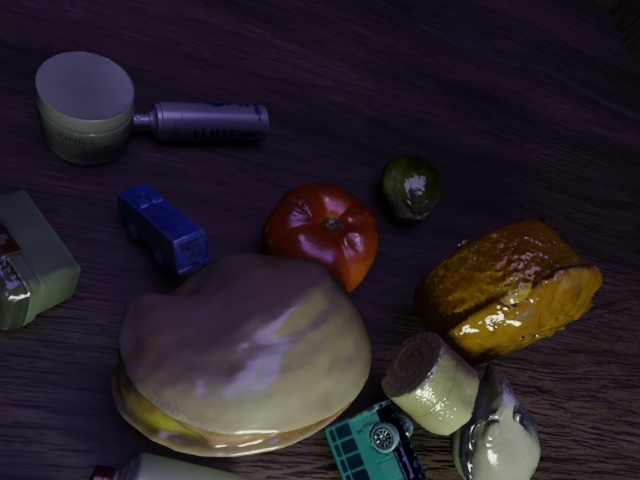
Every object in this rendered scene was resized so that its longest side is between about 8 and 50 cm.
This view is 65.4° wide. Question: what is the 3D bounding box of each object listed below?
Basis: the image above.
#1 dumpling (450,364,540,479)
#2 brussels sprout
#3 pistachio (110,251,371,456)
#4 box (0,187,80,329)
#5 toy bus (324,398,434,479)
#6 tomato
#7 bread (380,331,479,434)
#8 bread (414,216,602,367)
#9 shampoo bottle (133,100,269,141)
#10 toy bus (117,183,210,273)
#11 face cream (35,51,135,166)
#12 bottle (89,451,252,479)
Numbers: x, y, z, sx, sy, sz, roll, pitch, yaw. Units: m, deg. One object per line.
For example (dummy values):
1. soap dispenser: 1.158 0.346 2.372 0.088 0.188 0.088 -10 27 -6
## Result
1. dumpling: 0.317 0.382 0.980 0.163 0.293 0.204 -10 22 -19
2. brussels sprout: 0.239 -0.135 1.294 0.161 0.144 0.181 -3 85 -49
3. pistachio: -0.118 0.175 0.845 0.445 0.281 0.365 -6 40 -31
4. box: -0.511 0.028 0.825 0.210 0.148 0.129 50 42 8
5. toy bus: 0.118 0.430 0.891 0.128 0.147 0.256 20 45 -62
6. tomato: -0.004 -0.002 1.068 0.260 0.180 0.260 13 54 -18
7. bread: 0.211 0.268 0.936 0.141 0.134 0.148 44 69 -20
8. bread: 0.391 0.134 1.080 0.398 0.398 0.215 -9 60 -30
9. shampoo bottle: -0.275 -0.273 1.151 0.303 0.092 0.092 -6 65 -28
10. toy bus: -0.297 -0.027 0.937 0.079 0.094 0.236 -21 42 -39
11. face cream: -0.471 -0.261 1.008 0.177 0.153 0.177 11 58 -18
12. bottle: -0.231 0.394 0.770 0.245 0.104 0.104 20 55 -15
